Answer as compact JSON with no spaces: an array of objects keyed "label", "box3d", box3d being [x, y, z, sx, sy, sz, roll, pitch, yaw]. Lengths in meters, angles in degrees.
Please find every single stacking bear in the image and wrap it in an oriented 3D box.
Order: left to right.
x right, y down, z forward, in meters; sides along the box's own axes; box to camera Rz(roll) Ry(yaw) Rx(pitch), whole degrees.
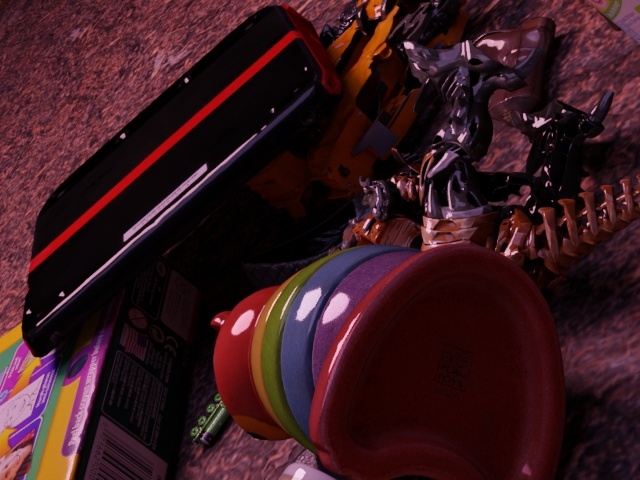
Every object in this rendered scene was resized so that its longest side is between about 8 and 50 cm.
[{"label":"stacking bear","box3d":[0.018,0.086,0.909,0.289,0.175,0.164,-5,65,61]}]

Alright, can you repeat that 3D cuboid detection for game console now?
[{"label":"game console","box3d":[-0.146,-0.074,1.323,0.386,0.060,0.342,-41,24,9]}]

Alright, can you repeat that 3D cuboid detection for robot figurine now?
[{"label":"robot figurine","box3d":[0.047,-0.160,1.314,0.211,0.085,0.291,-3,51,55]}]

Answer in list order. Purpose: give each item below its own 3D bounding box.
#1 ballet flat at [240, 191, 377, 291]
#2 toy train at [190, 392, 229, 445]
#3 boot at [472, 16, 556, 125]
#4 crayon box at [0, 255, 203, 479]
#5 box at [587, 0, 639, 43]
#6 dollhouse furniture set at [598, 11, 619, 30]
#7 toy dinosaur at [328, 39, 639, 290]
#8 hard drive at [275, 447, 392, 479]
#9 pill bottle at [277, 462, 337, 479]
[{"label":"ballet flat","box3d":[0.000,0.000,1.199,0.173,0.049,0.057,-35,29,24]},{"label":"toy train","box3d":[-0.086,0.148,1.161,0.024,0.017,0.083,13,63,49]},{"label":"boot","box3d":[0.161,-0.143,1.176,0.106,0.037,0.114,-24,39,43]},{"label":"crayon box","box3d":[-0.276,0.210,1.261,0.313,0.106,0.363,-35,27,26]},{"label":"box","box3d":[0.256,-0.221,0.961,0.103,0.114,0.203,-51,-1,2]},{"label":"dollhouse furniture set","box3d":[0.269,-0.346,1.149,0.242,0.161,0.212,-40,27,14]},{"label":"toy dinosaur","box3d":[0.128,-0.018,0.977,0.322,0.164,0.218,5,70,37]},{"label":"hard drive","box3d":[-0.014,0.203,0.967,0.135,0.022,0.094,-49,26,-2]},{"label":"pill bottle","box3d":[-0.026,0.239,0.852,0.169,0.094,0.094,-56,27,-17]}]
